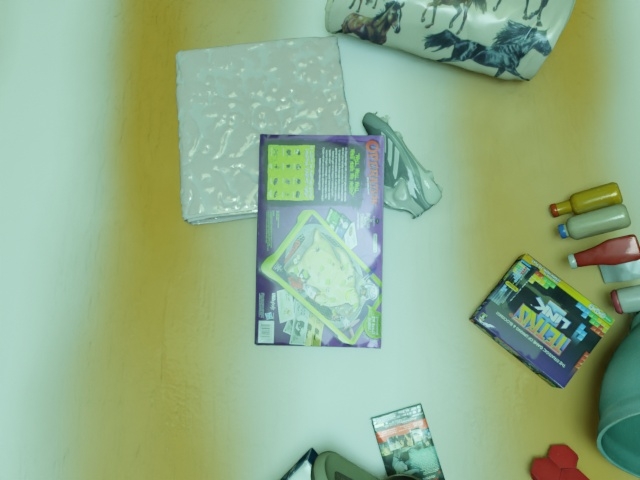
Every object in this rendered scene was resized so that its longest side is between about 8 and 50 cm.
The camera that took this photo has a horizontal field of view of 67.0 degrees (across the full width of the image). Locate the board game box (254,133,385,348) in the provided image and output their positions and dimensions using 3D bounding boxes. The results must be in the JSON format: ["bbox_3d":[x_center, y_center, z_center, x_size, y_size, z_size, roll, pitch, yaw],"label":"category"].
[{"bbox_3d":[0.000,0.000,0.800,0.208,0.056,0.346,2,88,6],"label":"board game box"}]

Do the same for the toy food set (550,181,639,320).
[{"bbox_3d":[0.455,0.031,0.778,0.105,0.111,0.232,-18,87,30],"label":"toy food set"}]

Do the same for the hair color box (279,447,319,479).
[{"bbox_3d":[-0.080,0.497,0.696,0.347,0.105,0.174,-44,78,-7],"label":"hair color box"}]

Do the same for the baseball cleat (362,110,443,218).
[{"bbox_3d":[0.118,-0.129,0.844,0.109,0.072,0.206,-38,74,1],"label":"baseball cleat"}]

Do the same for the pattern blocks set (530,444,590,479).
[{"bbox_3d":[0.319,0.438,0.610,0.325,0.026,0.285,-27,37,-24],"label":"pattern blocks set"}]

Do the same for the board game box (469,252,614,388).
[{"bbox_3d":[0.355,0.128,0.784,0.170,0.048,0.141,39,81,10],"label":"board game box"}]

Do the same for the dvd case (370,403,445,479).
[{"bbox_3d":[0.138,0.331,0.769,0.087,0.013,0.119,-17,76,-1],"label":"dvd case"}]

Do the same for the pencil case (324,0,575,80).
[{"bbox_3d":[0.223,-0.405,0.852,0.411,0.160,0.183,17,57,6],"label":"pencil case"}]

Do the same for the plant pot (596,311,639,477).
[{"bbox_3d":[0.537,0.199,0.661,0.293,0.293,0.196,15,52,6],"label":"plant pot"}]

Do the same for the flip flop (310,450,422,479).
[{"bbox_3d":[0.113,0.369,0.677,0.277,0.112,0.080,35,104,-9],"label":"flip flop"}]

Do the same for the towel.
[{"bbox_3d":[-0.103,-0.206,0.882,0.317,0.053,0.331,-6,78,1],"label":"towel"}]
